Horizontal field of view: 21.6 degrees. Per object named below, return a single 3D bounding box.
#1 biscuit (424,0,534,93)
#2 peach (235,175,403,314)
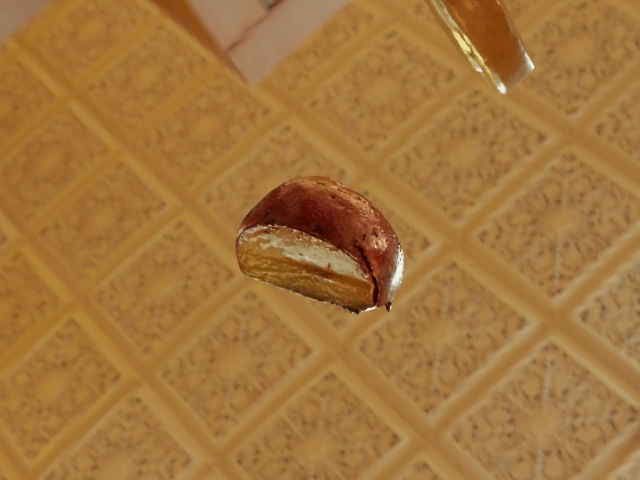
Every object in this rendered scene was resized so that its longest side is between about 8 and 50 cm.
[{"bbox_3d":[0.060,-0.276,1.275,0.057,0.287,0.344,-27,-136,10],"label":"biscuit"},{"bbox_3d":[0.000,0.000,0.796,0.077,0.050,0.083,-8,-145,-11],"label":"peach"}]
